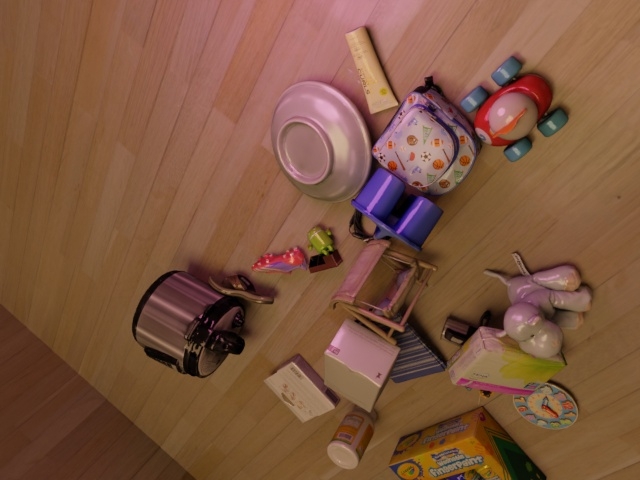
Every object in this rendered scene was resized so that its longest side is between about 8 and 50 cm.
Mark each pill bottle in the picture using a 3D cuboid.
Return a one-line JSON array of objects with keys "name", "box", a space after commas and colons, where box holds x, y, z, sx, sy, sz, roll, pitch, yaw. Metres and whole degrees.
[{"name": "pill bottle", "box": [0.137, 0.784, 2.118, 0.136, 0.246, 0.137, 14, 123, 23]}]

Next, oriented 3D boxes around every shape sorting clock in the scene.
[{"name": "shape sorting clock", "box": [0.755, 0.558, 1.762, 0.206, 0.040, 0.206, 14, 123, 23]}]

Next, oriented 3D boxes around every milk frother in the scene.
[{"name": "milk frother", "box": [0.483, 0.286, 1.739, 0.134, 0.129, 0.143, 19, 82, 19]}]

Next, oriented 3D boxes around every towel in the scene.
[{"name": "towel", "box": [0.272, 0.387, 1.886, 0.243, 0.040, 0.336, -28, 116, 35]}]

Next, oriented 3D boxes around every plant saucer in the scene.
[{"name": "plant saucer", "box": [-0.029, -0.290, 1.642, 0.400, 0.100, 0.401, 22, 128, 31]}]

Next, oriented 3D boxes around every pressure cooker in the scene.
[{"name": "pressure cooker", "box": [-0.512, 0.357, 2.169, 0.420, 0.370, 0.376, 25, 123, 14]}]

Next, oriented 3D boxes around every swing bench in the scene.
[{"name": "swing bench", "box": [0.198, 0.151, 1.684, 0.254, 0.253, 0.165, 29, 155, 11]}]

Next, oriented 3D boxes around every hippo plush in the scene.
[{"name": "hippo plush", "box": [0.631, 0.194, 1.495, 0.294, 0.236, 0.234, 46, 130, -2]}]

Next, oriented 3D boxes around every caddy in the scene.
[{"name": "caddy", "box": [0.209, -0.076, 1.522, 0.241, 0.341, 0.179, 35, 98, 0]}]

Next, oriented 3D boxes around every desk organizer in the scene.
[{"name": "desk organizer", "box": [0.012, 0.077, 1.909, 0.130, 0.047, 0.050, -17, 105, 36]}]

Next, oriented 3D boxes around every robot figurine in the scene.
[{"name": "robot figurine", "box": [0.000, 0.000, 1.849, 0.101, 0.067, 0.115, -40, 76, 8]}]

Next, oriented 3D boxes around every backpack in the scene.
[{"name": "backpack", "box": [0.303, -0.261, 1.451, 0.263, 0.213, 0.277, 34, 128, -2]}]

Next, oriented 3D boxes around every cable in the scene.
[{"name": "cable", "box": [0.177, -0.060, 1.733, 0.150, 0.047, 0.185, 34, 128, 8]}]

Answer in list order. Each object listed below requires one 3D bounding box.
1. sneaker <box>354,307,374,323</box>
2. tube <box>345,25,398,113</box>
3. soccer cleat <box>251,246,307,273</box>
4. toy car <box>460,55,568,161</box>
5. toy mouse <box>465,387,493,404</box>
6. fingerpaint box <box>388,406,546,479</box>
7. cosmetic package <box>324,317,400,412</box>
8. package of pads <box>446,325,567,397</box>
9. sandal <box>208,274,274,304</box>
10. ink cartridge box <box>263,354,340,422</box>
[{"name": "sneaker", "box": [0.160, 0.321, 1.962, 0.234, 0.084, 0.097, -43, 67, 39]}, {"name": "tube", "box": [0.143, -0.487, 1.500, 0.240, 0.062, 0.070, 65, 167, -22]}, {"name": "soccer cleat", "box": [-0.161, 0.097, 2.002, 0.247, 0.083, 0.095, -17, 112, 33]}, {"name": "toy car", "box": [0.465, -0.302, 1.303, 0.219, 0.238, 0.210, 48, 129, -2]}, {"name": "toy mouse", "box": [0.554, 0.488, 1.844, 0.143, 0.031, 0.161, 39, 129, 4]}, {"name": "fingerpaint box", "box": [0.547, 0.882, 1.992, 0.371, 0.163, 0.444, 48, 129, -3]}, {"name": "cosmetic package", "box": [0.135, 0.446, 1.830, 0.217, 0.156, 0.385, 29, 153, 14]}, {"name": "package of pads", "box": [0.582, 0.383, 1.638, 0.296, 0.101, 0.229, 12, 135, -12]}, {"name": "sandal", "box": [-0.317, 0.187, 2.139, 0.302, 0.120, 0.087, 14, 96, 20]}, {"name": "ink cartridge box", "box": [-0.085, 0.655, 2.293, 0.275, 0.060, 0.239, 48, 130, -3]}]
